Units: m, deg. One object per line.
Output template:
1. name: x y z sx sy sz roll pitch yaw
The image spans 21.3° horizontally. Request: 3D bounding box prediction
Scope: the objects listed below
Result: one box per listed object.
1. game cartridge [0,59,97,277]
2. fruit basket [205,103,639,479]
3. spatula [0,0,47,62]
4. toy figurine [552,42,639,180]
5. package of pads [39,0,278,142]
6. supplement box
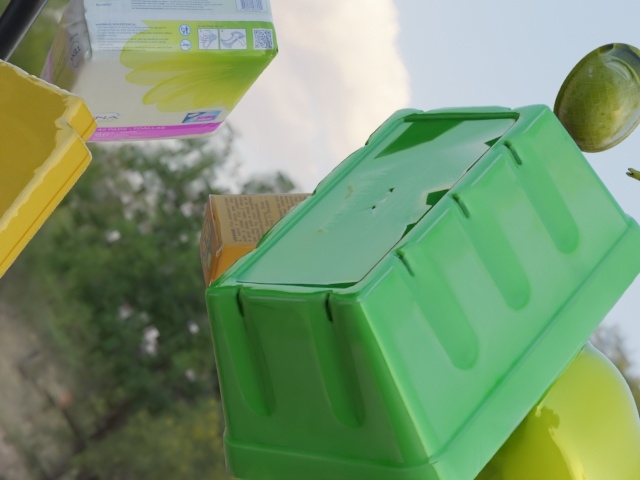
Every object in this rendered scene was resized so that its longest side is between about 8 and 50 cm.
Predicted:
1. game cartridge: -0.354 -0.036 1.223 0.324 0.285 0.052 26 -22 27
2. fruit basket: 0.125 0.112 1.418 0.283 0.392 0.392 2 -53 42
3. spatula: -0.335 -0.144 1.642 0.084 0.296 0.030 25 19 -26
4. toy figurine: 0.230 -0.013 1.744 0.191 0.362 0.217 42 26 8
5. package of pads: -0.201 -0.203 1.969 0.296 0.229 0.101 138 -53 -65
6. supplement box: 0.000 0.000 1.697 0.078 0.233 0.080 107 -26 -47
